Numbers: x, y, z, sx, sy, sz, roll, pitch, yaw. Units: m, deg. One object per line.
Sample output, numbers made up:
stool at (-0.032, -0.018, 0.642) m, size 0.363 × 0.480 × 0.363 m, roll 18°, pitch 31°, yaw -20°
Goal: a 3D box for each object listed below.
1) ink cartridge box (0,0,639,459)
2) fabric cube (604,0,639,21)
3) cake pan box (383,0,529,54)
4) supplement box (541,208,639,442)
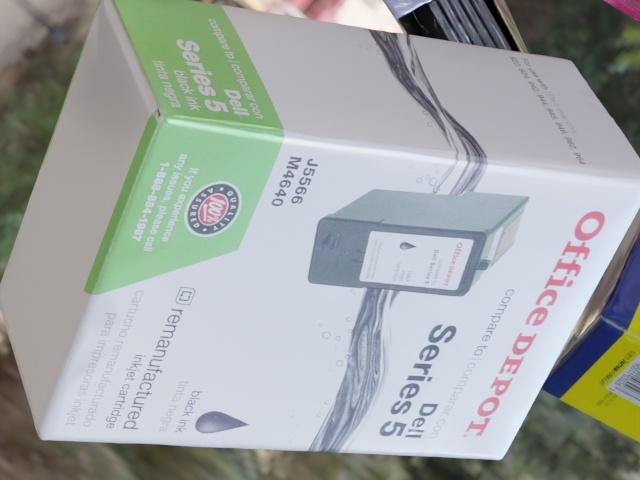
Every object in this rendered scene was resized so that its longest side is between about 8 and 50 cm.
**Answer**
ink cartridge box at (0.000, 0.000, 0.971) m, size 0.198 × 0.272 × 0.115 m, roll -66°, pitch -147°, yaw 32°
fabric cube at (0.245, -0.314, 1.185) m, size 0.258 × 0.259 × 0.254 m, roll -18°, pitch -113°, yaw 36°
cake pan box at (0.082, -0.195, 1.398) m, size 0.070 × 0.246 × 0.267 m, roll -30°, pitch -146°, yaw 12°
supplement box at (0.413, 0.108, 1.740) m, size 0.194 × 0.356 × 0.195 m, roll -61°, pitch 179°, yaw -25°
